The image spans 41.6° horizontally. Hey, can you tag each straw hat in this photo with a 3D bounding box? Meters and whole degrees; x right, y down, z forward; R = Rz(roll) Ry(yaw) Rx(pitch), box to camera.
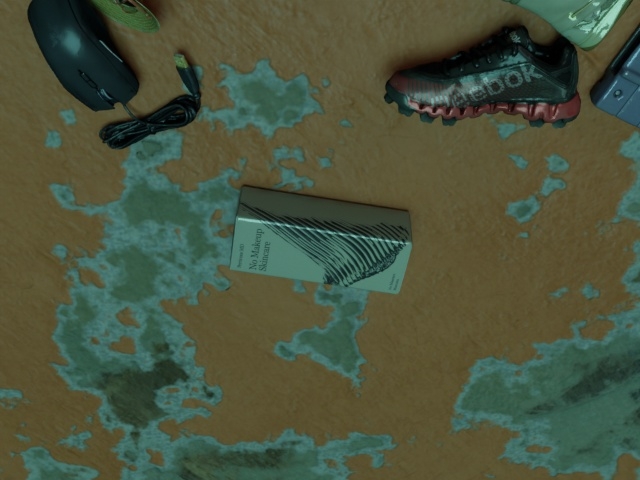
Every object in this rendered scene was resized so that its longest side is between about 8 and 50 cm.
[{"bbox_3d":[-0.259,-0.336,1.110,0.144,0.144,0.061,27,83,-16],"label":"straw hat"}]

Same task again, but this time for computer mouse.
[{"bbox_3d":[-0.280,-0.236,1.176,0.184,0.060,0.262,-15,131,11],"label":"computer mouse"}]

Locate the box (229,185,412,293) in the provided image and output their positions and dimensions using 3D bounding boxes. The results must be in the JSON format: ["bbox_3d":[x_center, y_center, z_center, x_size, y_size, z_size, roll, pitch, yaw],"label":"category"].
[{"bbox_3d":[0.000,0.000,1.329,0.274,0.094,0.113,7,126,-4],"label":"box"}]

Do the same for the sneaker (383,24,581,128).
[{"bbox_3d":[0.226,-0.230,1.154,0.275,0.098,0.135,1,126,-1],"label":"sneaker"}]

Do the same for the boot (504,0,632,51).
[{"bbox_3d":[0.336,-0.368,1.067,0.165,0.077,0.213,26,118,-9],"label":"boot"}]

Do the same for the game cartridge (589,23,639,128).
[{"bbox_3d":[0.562,-0.283,1.129,0.230,0.068,0.355,24,123,-10],"label":"game cartridge"}]
